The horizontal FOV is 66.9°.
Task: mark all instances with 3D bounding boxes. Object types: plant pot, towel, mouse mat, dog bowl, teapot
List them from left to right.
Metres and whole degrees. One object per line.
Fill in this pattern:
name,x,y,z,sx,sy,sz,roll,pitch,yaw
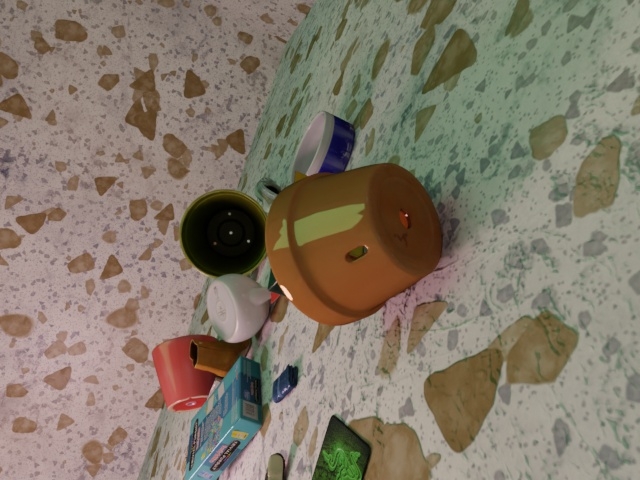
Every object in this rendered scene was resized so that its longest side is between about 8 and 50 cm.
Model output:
plant pot,-0.533,0.547,1.965,0.275,0.275,0.243,-50,46,45
plant pot,-0.402,-0.028,2.119,0.353,0.367,0.366,-168,98,-83
teapot,-0.266,0.227,1.686,0.256,0.187,0.252,30,120,42
towel,-0.099,0.383,1.292,0.119,0.029,0.067,-52,26,41
dog bowl,0.002,-0.271,1.550,0.265,0.104,0.265,-55,24,39
mouse mat,0.033,0.432,0.919,0.190,0.007,0.152,-2,70,69
plant pot,0.078,-0.009,0.867,0.203,0.291,0.290,-24,47,42

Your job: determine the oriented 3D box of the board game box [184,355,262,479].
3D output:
board game box,-0.304,0.572,1.522,0.336,0.079,0.253,-53,23,20

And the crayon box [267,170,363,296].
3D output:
crayon box,0.000,0.000,1.142,0.081,0.202,0.318,-49,27,46

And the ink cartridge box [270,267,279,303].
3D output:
ink cartridge box,-0.109,0.063,1.534,0.225,0.056,0.181,-44,29,23

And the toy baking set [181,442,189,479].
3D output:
toy baking set,-0.507,0.865,1.945,0.256,0.030,0.196,-64,23,18

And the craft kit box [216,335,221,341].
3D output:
craft kit box,-0.363,0.308,2.058,0.247,0.061,0.249,-28,45,59

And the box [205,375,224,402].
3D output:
box,-0.376,0.536,1.830,0.225,0.037,0.136,-77,10,-80

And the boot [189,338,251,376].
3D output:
boot,-0.359,0.381,1.727,0.104,0.211,0.295,-66,19,11

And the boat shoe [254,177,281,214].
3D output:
boat shoe,-0.194,-0.190,2.004,0.103,0.118,0.320,-58,26,17

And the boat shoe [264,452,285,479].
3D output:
boat shoe,-0.108,0.564,1.123,0.042,0.049,0.133,71,-154,-75
